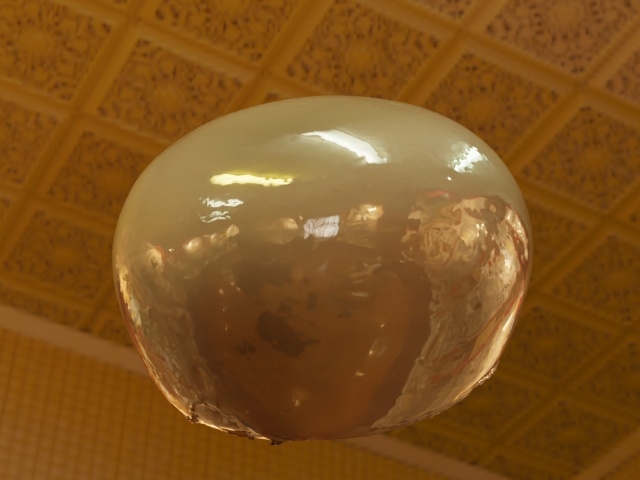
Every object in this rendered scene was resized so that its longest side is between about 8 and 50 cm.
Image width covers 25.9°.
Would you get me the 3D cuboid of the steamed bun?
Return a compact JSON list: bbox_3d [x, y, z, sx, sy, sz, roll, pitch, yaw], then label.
[{"bbox_3d":[0.000,0.000,1.048,0.324,0.324,0.206,-5,-70,6],"label":"steamed bun"}]
